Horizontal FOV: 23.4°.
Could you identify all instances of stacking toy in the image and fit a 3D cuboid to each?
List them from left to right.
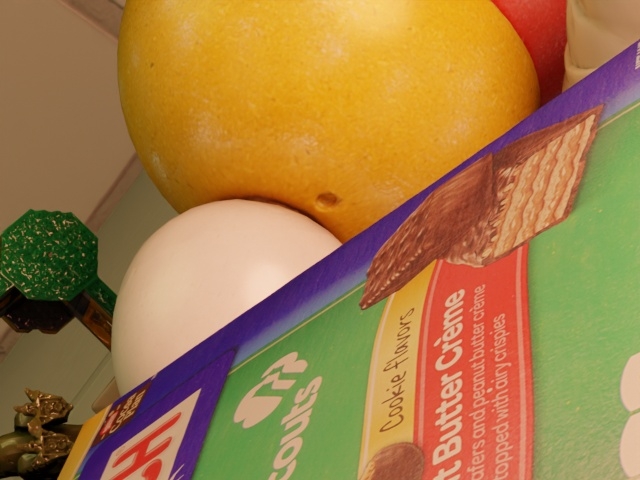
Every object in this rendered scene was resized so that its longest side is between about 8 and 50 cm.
[{"bbox_3d":[0.006,-0.101,0.779,0.350,0.350,0.480,-35,31,58],"label":"stacking toy"}]

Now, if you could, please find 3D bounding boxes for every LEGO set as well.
[{"bbox_3d":[-0.205,0.161,0.957,0.331,0.255,0.192,-54,1,-28],"label":"LEGO set"}]

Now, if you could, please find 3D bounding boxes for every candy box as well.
[{"bbox_3d":[0.025,0.104,0.471,0.317,0.122,0.268,-36,20,29],"label":"candy box"}]

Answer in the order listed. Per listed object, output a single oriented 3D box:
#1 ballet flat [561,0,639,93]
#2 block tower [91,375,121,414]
[{"bbox_3d":[0.185,-0.137,0.597,0.400,0.139,0.139,-37,21,55],"label":"ballet flat"},{"bbox_3d":[0.000,0.000,0.908,0.091,0.097,0.335,-51,1,44],"label":"block tower"}]
